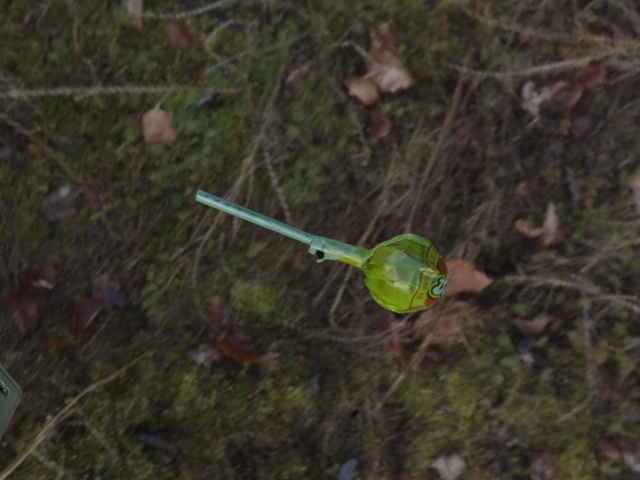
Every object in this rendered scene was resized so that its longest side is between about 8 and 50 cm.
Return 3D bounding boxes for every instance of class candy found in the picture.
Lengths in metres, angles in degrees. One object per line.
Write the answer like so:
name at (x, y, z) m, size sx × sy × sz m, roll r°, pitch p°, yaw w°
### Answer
candy at (0.000, 0.000, 0.886) m, size 0.194 × 0.062 × 0.058 m, roll 21°, pitch 90°, yaw 3°

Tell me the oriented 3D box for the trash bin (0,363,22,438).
trash bin at (-0.245, 0.110, 0.775) m, size 0.043 × 0.092 × 0.061 m, roll 59°, pitch 34°, yaw -34°
